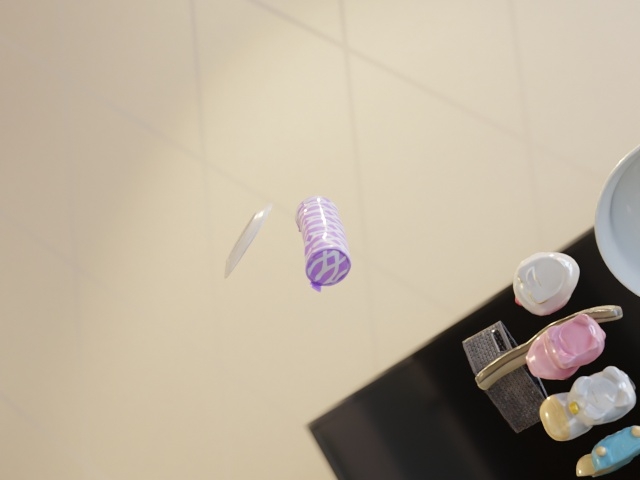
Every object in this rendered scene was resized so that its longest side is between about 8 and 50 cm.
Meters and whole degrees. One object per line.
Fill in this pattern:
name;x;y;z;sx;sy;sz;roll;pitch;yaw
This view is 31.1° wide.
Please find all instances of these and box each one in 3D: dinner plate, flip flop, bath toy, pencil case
dinner plate;-0.119;-0.002;1.811;0.141;0.017;0.141;-58;6;9
flip flop;0.384;0.186;1.905;0.277;0.080;0.112;-34;-12;21
bath toy;0.392;0.188;1.794;0.151;0.348;0.129;-23;-21;12
pencil case;0.000;0.000;2.027;0.086;0.206;0.088;35;-71;-22

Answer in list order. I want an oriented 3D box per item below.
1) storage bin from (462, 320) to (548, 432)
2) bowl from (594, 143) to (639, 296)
storage bin;0.349;0.254;2.131;0.084;0.122;0.180;-31;-57;11
bowl;0.547;-0.056;1.659;0.298;0.298;0.134;-41;14;27
